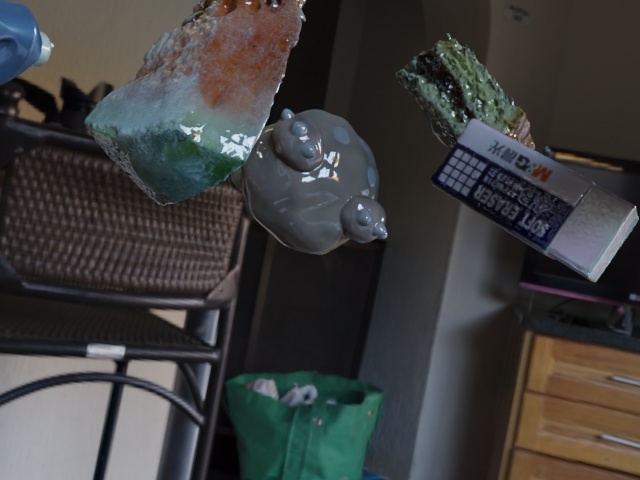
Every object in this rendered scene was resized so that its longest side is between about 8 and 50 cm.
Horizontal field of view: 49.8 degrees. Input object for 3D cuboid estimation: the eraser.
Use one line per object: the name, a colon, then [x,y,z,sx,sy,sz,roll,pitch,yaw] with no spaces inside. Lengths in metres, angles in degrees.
eraser: [0.324,-0.065,1.062,0.287,0.130,0.086,35,7,28]

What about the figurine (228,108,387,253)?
figurine: [-0.045,-0.097,1.139,0.248,0.203,0.381,54,-14,-19]

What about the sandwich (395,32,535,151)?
sandwich: [0.273,-0.247,1.321,0.325,0.131,0.262,60,10,28]

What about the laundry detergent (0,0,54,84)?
laundry detergent: [-0.321,-0.182,0.588,0.061,0.096,0.206,50,24,21]

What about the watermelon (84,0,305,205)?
watermelon: [-0.083,-0.155,0.590,0.154,0.241,0.094,-2,-35,47]
